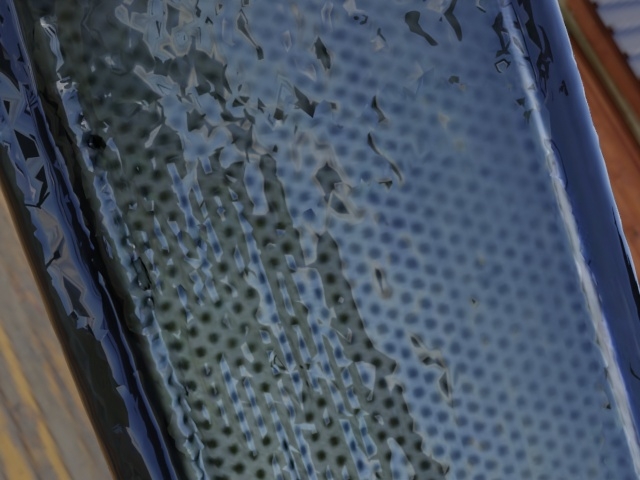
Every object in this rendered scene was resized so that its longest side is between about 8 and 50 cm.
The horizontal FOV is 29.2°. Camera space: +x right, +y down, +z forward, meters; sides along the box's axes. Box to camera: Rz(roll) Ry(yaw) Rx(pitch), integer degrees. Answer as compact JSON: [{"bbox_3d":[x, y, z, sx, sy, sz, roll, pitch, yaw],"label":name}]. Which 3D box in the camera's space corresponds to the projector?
[{"bbox_3d":[0.000,0.000,0.644,0.395,0.242,0.405,-112,-176,-80],"label":"projector"}]
